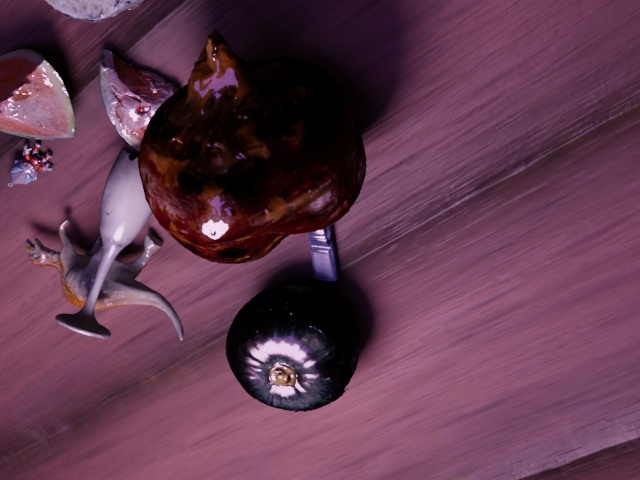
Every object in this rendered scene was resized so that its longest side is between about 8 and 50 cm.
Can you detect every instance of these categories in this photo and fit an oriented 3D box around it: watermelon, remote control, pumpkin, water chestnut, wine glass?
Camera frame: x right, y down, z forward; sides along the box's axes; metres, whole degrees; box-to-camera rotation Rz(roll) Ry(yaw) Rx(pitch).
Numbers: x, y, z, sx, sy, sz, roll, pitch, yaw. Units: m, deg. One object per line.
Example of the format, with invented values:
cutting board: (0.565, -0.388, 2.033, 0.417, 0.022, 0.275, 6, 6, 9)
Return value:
watermelon: (-0.500, -0.227, 1.898, 0.231, 0.128, 0.146, 0, 149, 40)
remote control: (0.000, -0.001, 1.854, 0.043, 0.027, 0.152, 3, 123, 18)
pumpkin: (-0.046, 0.182, 1.906, 0.233, 0.163, 0.233, 11, 126, 16)
water chestnut: (-0.106, -0.143, 1.617, 0.335, 0.335, 0.347, 8, 140, 19)
watermelon: (-0.294, -0.225, 1.819, 0.139, 0.071, 0.187, -13, 114, 25)
wine glass: (-0.413, -0.026, 1.917, 0.264, 0.096, 0.309, 23, 95, 29)

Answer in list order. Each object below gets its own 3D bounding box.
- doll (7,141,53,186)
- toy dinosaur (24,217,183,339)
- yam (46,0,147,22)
doll: (-0.521, -0.127, 1.998, 0.057, 0.039, 0.114, 27, 124, -38)
toy dinosaur: (-0.354, 0.057, 1.974, 0.393, 0.092, 0.205, 40, 98, 22)
yam: (-0.250, -0.436, 1.496, 0.241, 0.348, 0.241, 12, 120, 22)
